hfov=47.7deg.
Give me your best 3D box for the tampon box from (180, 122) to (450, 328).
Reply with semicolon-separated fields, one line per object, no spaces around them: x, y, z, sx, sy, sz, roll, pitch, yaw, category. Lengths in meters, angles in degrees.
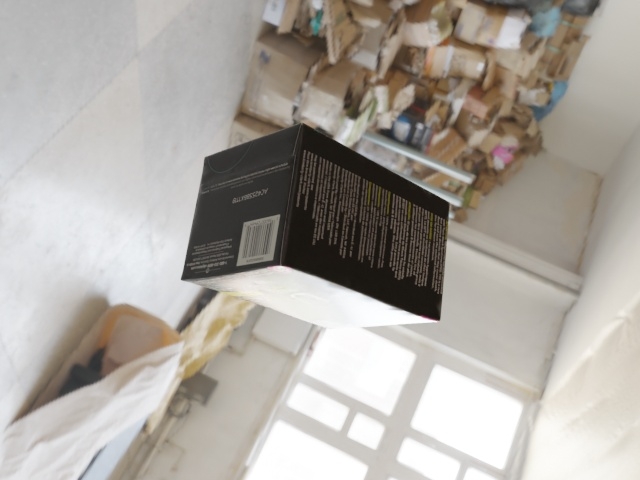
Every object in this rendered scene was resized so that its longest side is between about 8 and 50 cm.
0.000;0.000;0.548;0.120;0.161;0.102;-11;-116;47;tampon box
